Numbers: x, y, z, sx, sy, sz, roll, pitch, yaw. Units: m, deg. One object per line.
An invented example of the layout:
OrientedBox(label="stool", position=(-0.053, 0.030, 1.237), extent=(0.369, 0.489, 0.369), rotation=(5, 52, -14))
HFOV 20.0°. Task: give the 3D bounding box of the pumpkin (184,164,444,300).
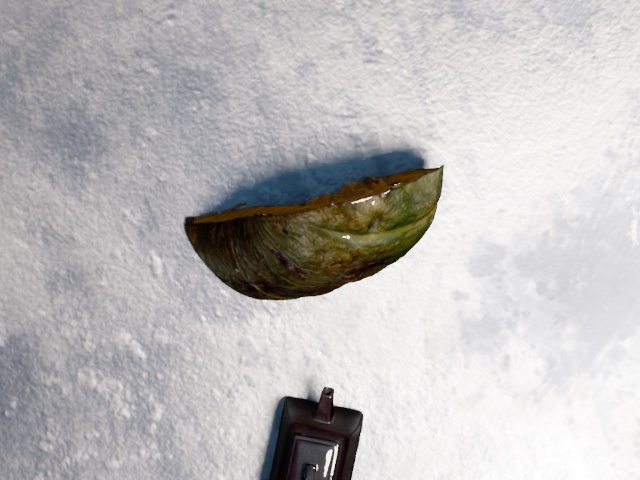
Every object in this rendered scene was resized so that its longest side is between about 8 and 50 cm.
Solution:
OrientedBox(label="pumpkin", position=(-0.002, 0.004, 1.812), extent=(0.278, 0.163, 0.111), rotation=(-12, 93, 5))

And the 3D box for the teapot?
OrientedBox(label="teapot", position=(-0.008, 0.234, 1.863), extent=(0.087, 0.096, 0.177), rotation=(12, 95, 1))
